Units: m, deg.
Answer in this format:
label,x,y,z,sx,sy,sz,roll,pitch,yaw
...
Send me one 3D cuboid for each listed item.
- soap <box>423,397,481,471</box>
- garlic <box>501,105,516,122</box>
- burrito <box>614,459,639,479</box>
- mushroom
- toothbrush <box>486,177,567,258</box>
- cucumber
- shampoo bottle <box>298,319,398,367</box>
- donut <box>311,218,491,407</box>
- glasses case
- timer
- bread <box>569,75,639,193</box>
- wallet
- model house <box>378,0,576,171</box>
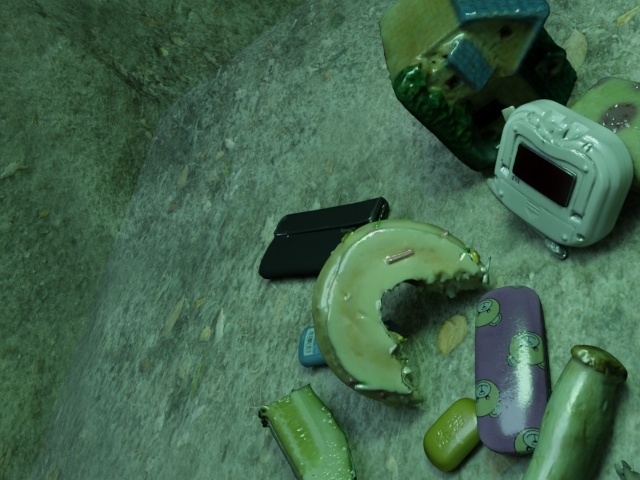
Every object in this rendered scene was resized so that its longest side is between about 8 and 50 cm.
label,x,y,z,sx,sy,sz,roll,pitch,yaw
soap,0.244,0.349,1.066,0.140,0.045,0.089,-49,39,4
garlic,0.431,-0.207,1.239,0.131,0.194,0.127,-39,28,27
burrito,0.475,0.434,0.684,0.175,0.107,0.347,-12,51,22
mushroom,0.375,0.315,0.895,0.087,0.107,0.333,-8,55,66
toothbrush,0.424,-0.057,1.242,0.025,0.030,0.307,-48,34,17
cucumber,-0.008,0.447,1.221,0.145,0.105,0.325,-27,33,-12
shampoo bottle,0.061,0.231,1.364,0.258,0.061,0.103,-18,48,38
donut,0.140,0.128,1.204,0.371,0.307,0.150,-59,-7,-8
glasses case,0.339,0.220,1.043,0.123,0.076,0.316,-14,48,29
timer,0.435,-0.122,1.098,0.087,0.237,0.262,-24,46,-21
bread,0.596,-0.173,1.040,0.187,0.155,0.338,-45,35,3
wallet,-0.001,0.000,1.641,0.406,0.062,0.228,-7,54,46
model house,0.377,-0.402,1.299,0.343,0.382,0.334,-33,39,28
